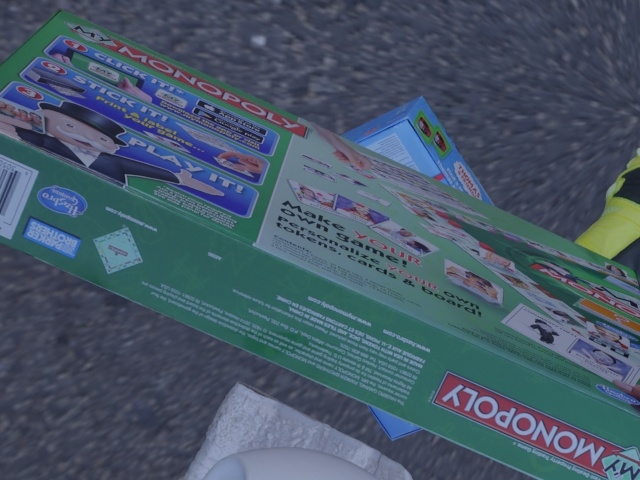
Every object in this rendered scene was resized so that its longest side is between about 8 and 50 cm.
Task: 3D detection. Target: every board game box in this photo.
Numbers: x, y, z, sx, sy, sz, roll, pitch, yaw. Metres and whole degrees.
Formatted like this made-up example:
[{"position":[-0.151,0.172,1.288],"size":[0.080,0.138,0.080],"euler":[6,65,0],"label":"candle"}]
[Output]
[{"position":[0.000,0.000,0.824],"size":[0.317,0.213,0.046],"euler":[24,107,-3],"label":"board game box"},{"position":[0.058,0.024,1.259],"size":[0.160,0.039,0.211],"euler":[-24,107,34],"label":"board game box"}]

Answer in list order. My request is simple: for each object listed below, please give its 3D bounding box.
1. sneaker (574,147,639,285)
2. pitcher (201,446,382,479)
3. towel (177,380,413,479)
[{"position":[0.269,-0.051,1.176],"size":[0.385,0.145,0.147],"euler":[-38,52,-3],"label":"sneaker"},{"position":[0.010,0.203,1.155],"size":[0.207,0.178,0.125],"euler":[25,83,-24],"label":"pitcher"},{"position":[-0.030,0.260,1.767],"size":[0.049,0.282,0.187],"euler":[26,87,46],"label":"towel"}]
